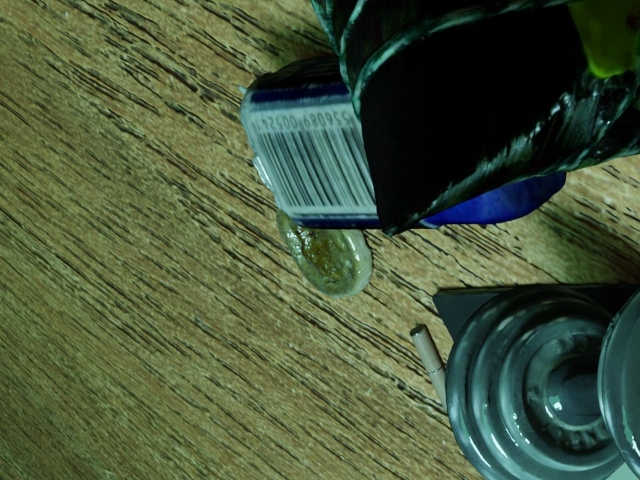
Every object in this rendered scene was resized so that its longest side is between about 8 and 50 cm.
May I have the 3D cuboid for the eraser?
[{"bbox_3d":[0.060,-0.092,1.560,0.332,0.101,0.155,-1,119,55],"label":"eraser"}]

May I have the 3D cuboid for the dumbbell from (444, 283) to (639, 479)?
[{"bbox_3d":[0.226,0.111,1.317,0.179,0.179,0.406,57,162,-6],"label":"dumbbell"}]

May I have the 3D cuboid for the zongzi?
[{"bbox_3d":[0.083,-0.153,1.201,0.383,0.362,0.319,52,134,9],"label":"zongzi"}]

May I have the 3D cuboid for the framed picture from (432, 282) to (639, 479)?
[{"bbox_3d":[0.258,0.154,1.616,0.347,0.016,0.265,-6,116,59],"label":"framed picture"}]

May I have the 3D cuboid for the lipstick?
[{"bbox_3d":[0.116,0.130,1.801,0.019,0.019,0.094,5,126,55],"label":"lipstick"}]

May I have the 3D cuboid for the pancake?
[{"bbox_3d":[0.000,0.000,1.831,0.139,0.022,0.139,37,146,30],"label":"pancake"}]
